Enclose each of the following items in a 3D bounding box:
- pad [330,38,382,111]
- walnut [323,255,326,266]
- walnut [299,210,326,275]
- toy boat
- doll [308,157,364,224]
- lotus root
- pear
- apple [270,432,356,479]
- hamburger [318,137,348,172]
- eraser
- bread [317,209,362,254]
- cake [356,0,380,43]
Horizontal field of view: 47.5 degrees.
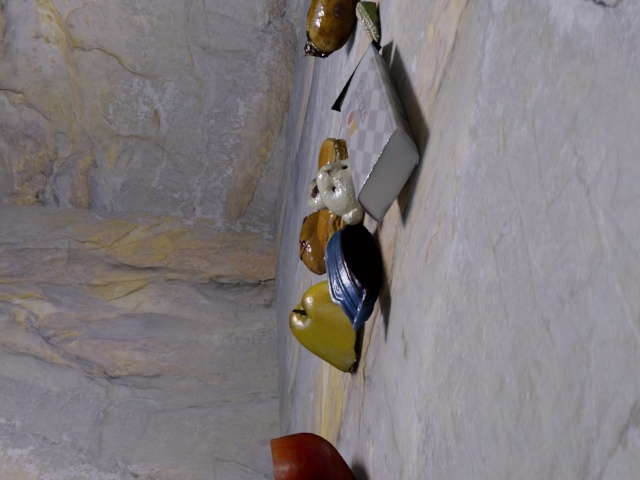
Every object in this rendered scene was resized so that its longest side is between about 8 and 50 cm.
[{"bbox_3d":[0.088,-0.395,1.759,0.190,0.004,0.127,-57,-8,12],"label":"pad"},{"bbox_3d":[0.069,0.056,1.804,0.052,0.121,0.091,-16,64,47],"label":"walnut"},{"bbox_3d":[0.000,0.000,2.203,0.137,0.137,0.245,105,175,-53],"label":"walnut"},{"bbox_3d":[0.069,0.080,1.671,0.309,0.128,0.143,-97,27,-47],"label":"toy boat"},{"bbox_3d":[0.042,-0.146,1.773,0.175,0.149,0.278,-67,20,2],"label":"doll"},{"bbox_3d":[0.038,-0.689,2.203,0.169,0.141,0.314,-106,30,-58],"label":"lotus root"},{"bbox_3d":[0.008,0.207,1.896,0.267,0.177,0.267,-175,90,-86],"label":"pear"},{"bbox_3d":[-0.041,0.620,1.687,0.329,0.295,0.365,-58,9,5],"label":"apple"},{"bbox_3d":[0.038,-0.239,2.190,0.147,0.083,0.138,130,147,-71],"label":"hamburger"},{"bbox_3d":[0.118,-0.243,1.568,0.397,0.082,0.213,-96,29,-50],"label":"eraser"},{"bbox_3d":[0.049,-0.064,1.977,0.210,0.099,0.235,-106,22,-66],"label":"bread"},{"bbox_3d":[0.137,-0.552,1.865,0.051,0.055,0.140,110,145,-57],"label":"cake"}]
